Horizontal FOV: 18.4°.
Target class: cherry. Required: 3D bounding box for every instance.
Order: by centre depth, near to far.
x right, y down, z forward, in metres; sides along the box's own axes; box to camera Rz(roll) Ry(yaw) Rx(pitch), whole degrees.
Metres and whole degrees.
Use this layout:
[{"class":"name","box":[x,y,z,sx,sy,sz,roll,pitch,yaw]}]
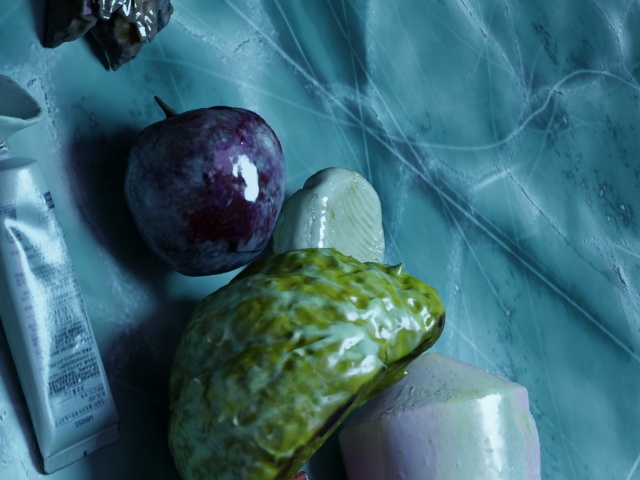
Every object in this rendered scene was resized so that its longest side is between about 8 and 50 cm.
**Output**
[{"class":"cherry","box":[-0.123,-0.056,2.111,0.195,0.195,0.195,29,51,-43]}]

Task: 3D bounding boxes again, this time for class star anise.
[{"class":"star anise","box":[-0.238,-0.310,2.148,0.236,0.109,0.223,18,63,-51]}]

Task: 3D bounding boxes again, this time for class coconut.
[{"class":"coconut","box":[0.141,0.250,2.260,0.233,0.233,0.245,7,72,-52]}]

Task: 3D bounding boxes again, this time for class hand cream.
[{"class":"hand cream","box":[-0.282,0.053,1.947,0.124,0.077,0.341,-23,100,-56]}]

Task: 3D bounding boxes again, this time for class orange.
[{"class":"orange","box":[-0.033,0.124,2.063,0.210,0.271,0.368,54,38,0]}]

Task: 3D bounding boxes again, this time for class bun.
[{"class":"bun","box":[0.000,0.000,2.311,0.183,0.102,0.183,0,91,-60]}]

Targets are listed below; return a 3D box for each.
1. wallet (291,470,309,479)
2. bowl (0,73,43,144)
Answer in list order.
[{"class":"wallet","box":[-0.049,0.329,2.146,0.196,0.020,0.103,-27,96,-55]},{"class":"bowl","box":[-0.460,-0.117,1.605,0.434,0.435,0.196,18,103,-49]}]
